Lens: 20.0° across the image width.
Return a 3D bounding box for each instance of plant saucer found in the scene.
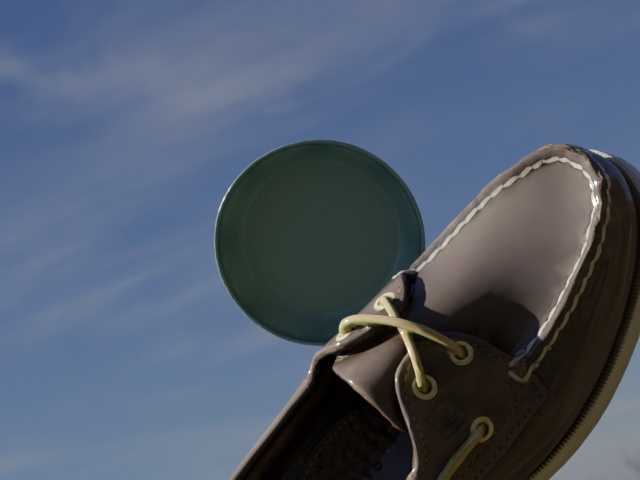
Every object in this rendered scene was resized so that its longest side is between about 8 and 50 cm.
[{"bbox_3d":[0.000,0.000,1.031,0.119,0.119,0.021,-23,9,8],"label":"plant saucer"}]

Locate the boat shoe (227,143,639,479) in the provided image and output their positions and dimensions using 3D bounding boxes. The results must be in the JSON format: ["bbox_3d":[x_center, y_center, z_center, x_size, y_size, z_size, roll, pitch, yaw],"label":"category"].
[{"bbox_3d":[0.039,0.086,0.856,0.324,0.116,0.097,-54,-41,4],"label":"boat shoe"}]
